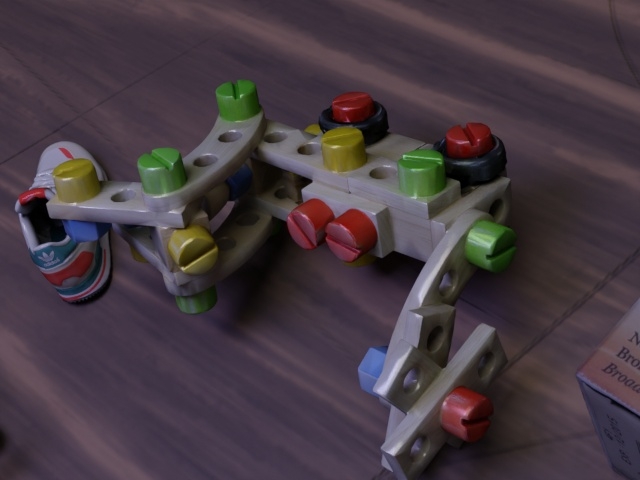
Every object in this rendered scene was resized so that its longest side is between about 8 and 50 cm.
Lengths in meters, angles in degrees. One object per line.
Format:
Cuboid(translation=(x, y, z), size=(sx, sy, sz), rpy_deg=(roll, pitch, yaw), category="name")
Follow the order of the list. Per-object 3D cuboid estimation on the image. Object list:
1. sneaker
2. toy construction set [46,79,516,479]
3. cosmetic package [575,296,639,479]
Cuboid(translation=(-0.205, -0.032, 0.919), size=(0.057, 0.075, 0.161), rpy_deg=(-21, 51, 9), category="sneaker")
Cuboid(translation=(0.000, 0.000, 0.759), size=(0.327, 0.151, 0.215), rpy_deg=(34, 50, 29), category="toy construction set")
Cuboid(translation=(0.294, 0.029, 0.625), size=(0.296, 0.129, 0.153), rpy_deg=(-47, 51, -13), category="cosmetic package")
